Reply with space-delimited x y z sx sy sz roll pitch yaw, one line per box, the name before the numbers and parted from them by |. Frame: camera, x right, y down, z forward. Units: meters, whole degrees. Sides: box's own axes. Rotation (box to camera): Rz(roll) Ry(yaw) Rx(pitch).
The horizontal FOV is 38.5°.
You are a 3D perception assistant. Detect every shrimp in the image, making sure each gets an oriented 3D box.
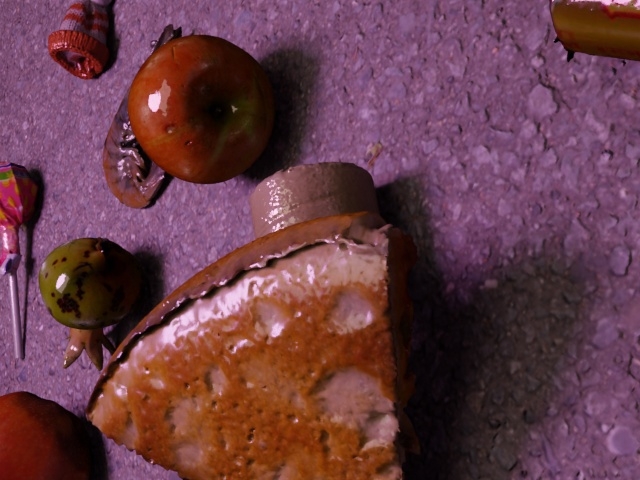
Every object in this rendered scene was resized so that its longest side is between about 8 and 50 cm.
shrimp | -0.261 -0.181 1.422 0.169 0.058 0.296 47 121 32

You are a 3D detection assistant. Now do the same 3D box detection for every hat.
hat | -0.402 -0.373 1.580 0.094 0.112 0.162 0 71 19

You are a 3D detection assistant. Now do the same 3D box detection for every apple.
apple | -0.158 -0.171 1.209 0.196 0.196 0.195 -10 76 46
apple | -0.473 0.352 1.445 0.230 0.230 0.229 -10 76 46

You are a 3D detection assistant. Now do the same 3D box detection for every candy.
candy | -0.574 0.035 1.696 0.124 0.124 0.365 -7 86 46

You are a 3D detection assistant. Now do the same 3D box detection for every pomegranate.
pomegranate | -0.344 0.096 1.394 0.156 0.156 0.220 12 110 47

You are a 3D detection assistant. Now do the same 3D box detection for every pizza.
pizza | -0.014 0.201 0.970 0.440 0.130 0.406 -32 93 28

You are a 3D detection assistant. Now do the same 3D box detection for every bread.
bread | 0.000 0.000 1.041 0.148 0.134 0.141 -14 71 7

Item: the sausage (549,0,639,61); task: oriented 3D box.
sausage | 0.335 -0.188 0.739 0.317 0.117 0.125 24 124 46
